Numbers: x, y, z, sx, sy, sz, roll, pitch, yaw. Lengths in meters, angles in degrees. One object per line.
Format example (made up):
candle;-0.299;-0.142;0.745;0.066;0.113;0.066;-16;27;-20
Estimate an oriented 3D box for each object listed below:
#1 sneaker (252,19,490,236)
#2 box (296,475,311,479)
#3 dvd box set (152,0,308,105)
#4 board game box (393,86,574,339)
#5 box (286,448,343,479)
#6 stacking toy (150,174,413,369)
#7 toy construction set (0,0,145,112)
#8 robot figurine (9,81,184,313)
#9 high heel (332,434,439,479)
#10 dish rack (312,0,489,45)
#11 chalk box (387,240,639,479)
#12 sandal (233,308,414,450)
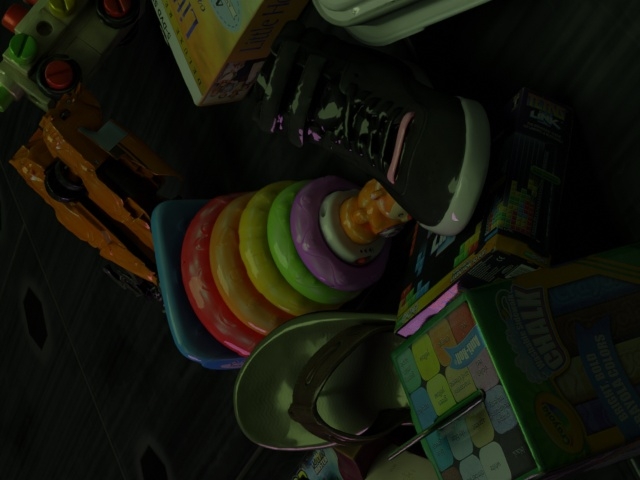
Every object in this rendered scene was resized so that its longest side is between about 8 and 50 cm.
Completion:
sneaker;0.027;-0.087;1.188;0.296;0.147;0.104;-121;47;-66
box;0.025;0.327;1.460;0.180;0.077;0.147;23;131;42
dvd box set;-0.079;-0.358;1.449;0.420;0.062;0.308;-47;60;56
board game box;0.120;-0.012;1.173;0.170;0.048;0.141;133;154;-56
box;0.007;0.278;1.575;0.114;0.036;0.207;64;149;24
stacking toy;0.000;0.000;1.394;0.302;0.175;0.166;-27;72;47
toy construction set;-0.312;-0.257;1.699;0.215;0.328;0.151;36;180;2
robot figurine;-0.184;-0.024;1.646;0.291;0.085;0.211;43;150;-8
high heel;0.102;0.242;1.382;0.244;0.082;0.117;27;163;36
dish rack;0.072;-0.308;1.122;0.333;0.072;0.285;-16;86;48
chalk box;0.141;0.100;1.077;0.132;0.213;0.132;-45;62;57
sandal;0.037;0.116;1.306;0.302;0.086;0.120;-14;96;39
